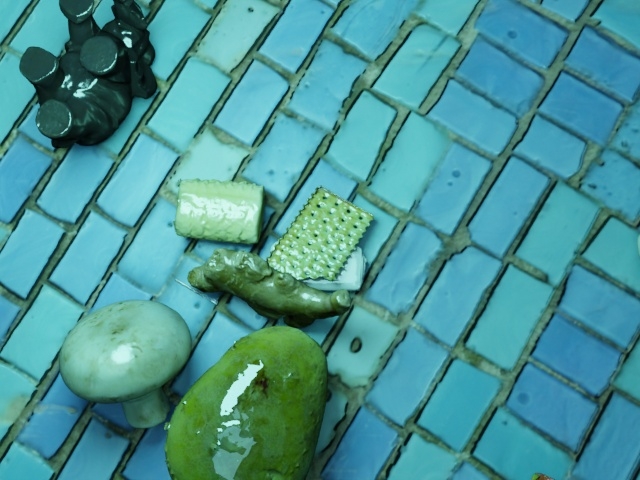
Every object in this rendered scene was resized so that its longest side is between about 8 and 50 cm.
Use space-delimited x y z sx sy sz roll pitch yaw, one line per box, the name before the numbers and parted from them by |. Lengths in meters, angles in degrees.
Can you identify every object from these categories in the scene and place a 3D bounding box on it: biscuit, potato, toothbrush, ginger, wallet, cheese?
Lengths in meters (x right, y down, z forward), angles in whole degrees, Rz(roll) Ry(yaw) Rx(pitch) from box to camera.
biscuit | 0.000 0.000 1.760 0.144 0.016 0.203 28 71 14
potato | -0.130 0.318 1.645 0.269 0.219 0.359 21 75 -4
toothbrush | -0.242 0.099 1.786 0.097 0.006 0.008 29 81 6
ginger | -0.098 0.092 1.718 0.333 0.166 0.080 16 58 10
wallet | -0.005 0.050 1.774 0.190 0.033 0.095 1 82 3
cheese | -0.194 -0.057 1.770 0.167 0.094 0.123 5 71 -1

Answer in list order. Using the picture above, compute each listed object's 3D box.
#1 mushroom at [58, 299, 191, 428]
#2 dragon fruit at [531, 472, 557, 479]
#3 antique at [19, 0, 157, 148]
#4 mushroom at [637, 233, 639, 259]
mushroom | -0.350 0.235 1.685 0.243 0.243 0.243 0 80 2
dragon fruit | 0.423 0.468 1.675 0.083 0.056 0.060 30 82 5
antique | -0.436 -0.321 1.746 0.185 0.255 0.322 29 87 10
mushroom | 0.714 0.155 1.685 0.177 0.126 0.397 -6 77 -8
